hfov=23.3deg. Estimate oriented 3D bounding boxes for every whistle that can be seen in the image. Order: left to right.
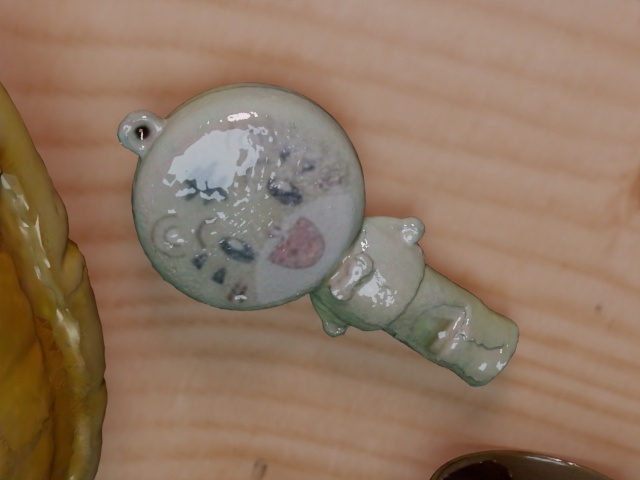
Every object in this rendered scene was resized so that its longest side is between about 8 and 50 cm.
[{"bbox_3d":[0.000,0.000,0.851,0.258,0.067,0.126,32,107,-19],"label":"whistle"}]

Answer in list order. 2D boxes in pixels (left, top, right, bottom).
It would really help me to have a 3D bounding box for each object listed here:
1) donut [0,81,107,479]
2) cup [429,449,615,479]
[{"bbox_3d":[-0.324,0.042,0.804,0.448,0.198,0.449,1,116,1],"label":"donut"},{"bbox_3d":[0.138,0.227,0.940,0.166,0.239,0.177,26,117,36],"label":"cup"}]
